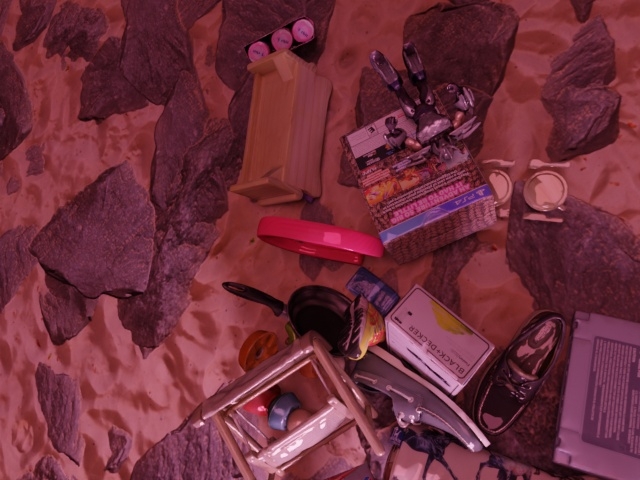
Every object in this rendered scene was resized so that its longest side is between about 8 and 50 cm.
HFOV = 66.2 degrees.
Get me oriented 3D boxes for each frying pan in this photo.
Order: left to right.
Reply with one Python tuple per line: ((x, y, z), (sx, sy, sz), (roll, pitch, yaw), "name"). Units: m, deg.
((-0.040, 0.176, 1.045), (0.053, 0.326, 0.197), (-61, 40, 35), "frying pan")

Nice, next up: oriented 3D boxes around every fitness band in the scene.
((0.000, 0.000, 1.095), (0.291, 0.209, 0.054), (9, 79, 22), "fitness band")

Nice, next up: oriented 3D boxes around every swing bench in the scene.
((-0.055, 0.330, 0.931), (0.253, 0.165, 0.254), (-34, 96, 5), "swing bench")

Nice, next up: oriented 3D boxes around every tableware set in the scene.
((0.433, -0.111, 1.072), (0.194, 0.039, 0.128), (7, 92, 25), "tableware set")

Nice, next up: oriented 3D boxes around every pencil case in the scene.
((0.323, 0.464, 0.909), (0.410, 0.160, 0.183), (10, 68, 20), "pencil case")

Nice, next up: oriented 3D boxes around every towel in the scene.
((0.119, 0.117, 1.127), (0.119, 0.029, 0.067), (39, 91, 22), "towel")

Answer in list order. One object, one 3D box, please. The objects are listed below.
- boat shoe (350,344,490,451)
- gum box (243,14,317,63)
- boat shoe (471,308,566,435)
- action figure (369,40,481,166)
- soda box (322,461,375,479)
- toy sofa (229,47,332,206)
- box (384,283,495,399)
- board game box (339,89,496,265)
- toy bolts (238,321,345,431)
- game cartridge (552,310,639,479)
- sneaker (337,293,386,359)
((0.182, 0.323, 0.972), (0.099, 0.116, 0.319), (-47, 43, -12), "boat shoe")
((-0.099, -0.528, 1.297), (0.188, 0.107, 0.062), (-22, 112, 13), "gum box")
((0.391, 0.259, 0.970), (0.103, 0.092, 0.285), (35, 90, 22), "boat shoe")
((0.201, -0.270, 0.994), (0.185, 0.099, 0.285), (-24, 65, 6), "action figure")
((0.008, 0.530, 0.975), (0.263, 0.083, 0.092), (-44, 63, 40), "soda box")
((-0.096, -0.271, 1.241), (0.150, 0.177, 0.362), (-5, 75, 43), "toy sofa")
((0.213, 0.206, 0.930), (0.169, 0.290, 0.087), (40, 78, 23), "box")
((0.208, -0.134, 1.071), (0.232, 0.141, 0.291), (-25, 62, 12), "board game box")
((-0.067, 0.308, 1.056), (0.159, 0.218, 0.228), (22, 94, 32), "toy bolts")
((0.550, 0.289, 0.899), (0.196, 0.060, 0.294), (11, 66, 24), "game cartridge")
((0.098, 0.187, 1.019), (0.094, 0.208, 0.081), (39, 113, -5), "sneaker")
